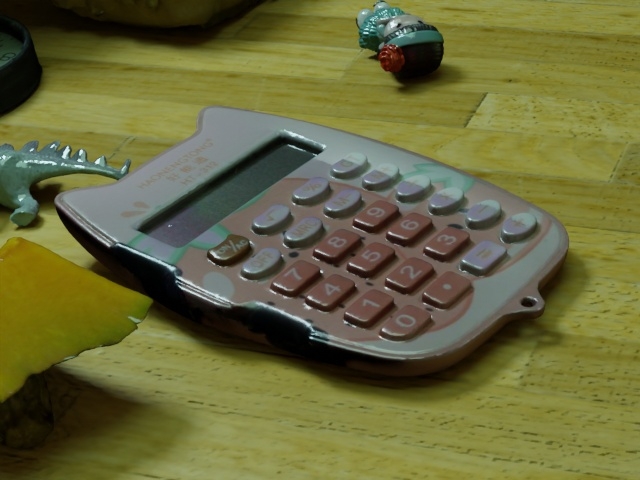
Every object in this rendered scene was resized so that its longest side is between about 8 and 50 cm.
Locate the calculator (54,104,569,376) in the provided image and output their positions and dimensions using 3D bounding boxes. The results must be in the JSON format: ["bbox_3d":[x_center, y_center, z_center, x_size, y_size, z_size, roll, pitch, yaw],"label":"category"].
[{"bbox_3d":[0.000,0.000,1.031,0.329,0.048,0.220,20,38,33],"label":"calculator"}]

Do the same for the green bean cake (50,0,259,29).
[{"bbox_3d":[-0.146,-0.284,1.455,0.224,0.131,0.229,14,32,26],"label":"green bean cake"}]

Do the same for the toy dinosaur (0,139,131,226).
[{"bbox_3d":[-0.221,-0.044,1.148,0.209,0.039,0.082,-1,29,7],"label":"toy dinosaur"}]

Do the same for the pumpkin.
[{"bbox_3d":[-0.235,0.046,0.933,0.248,0.126,0.131,31,35,20],"label":"pumpkin"}]

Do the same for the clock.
[{"bbox_3d":[-0.328,-0.144,1.334,0.184,0.040,0.184,-4,30,3],"label":"clock"}]

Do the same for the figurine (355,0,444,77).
[{"bbox_3d":[0.059,-0.165,1.295,0.060,0.047,0.106,-7,27,-20],"label":"figurine"}]
